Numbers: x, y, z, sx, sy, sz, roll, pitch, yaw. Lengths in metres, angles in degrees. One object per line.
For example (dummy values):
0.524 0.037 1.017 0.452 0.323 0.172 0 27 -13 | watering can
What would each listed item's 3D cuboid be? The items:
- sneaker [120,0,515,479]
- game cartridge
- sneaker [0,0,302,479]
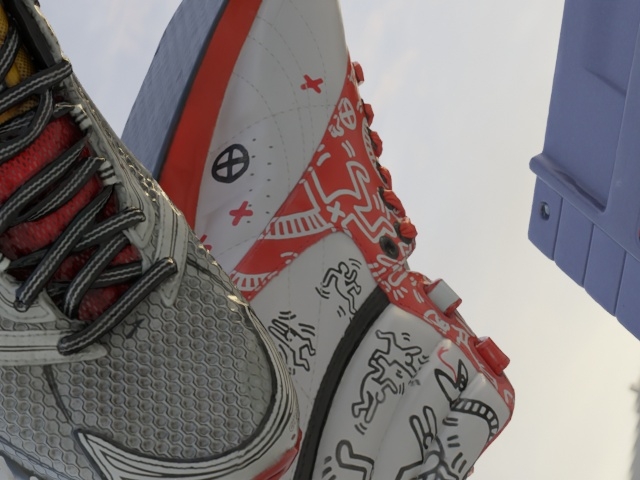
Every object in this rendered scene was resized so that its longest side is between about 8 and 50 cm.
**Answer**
-0.001 0.001 0.545 0.090 0.145 0.270 -40 29 49 | sneaker
0.215 -0.102 0.877 0.068 0.230 0.355 -7 -59 -19 | game cartridge
-0.093 -0.015 0.398 0.088 0.225 0.093 -41 -12 -25 | sneaker
